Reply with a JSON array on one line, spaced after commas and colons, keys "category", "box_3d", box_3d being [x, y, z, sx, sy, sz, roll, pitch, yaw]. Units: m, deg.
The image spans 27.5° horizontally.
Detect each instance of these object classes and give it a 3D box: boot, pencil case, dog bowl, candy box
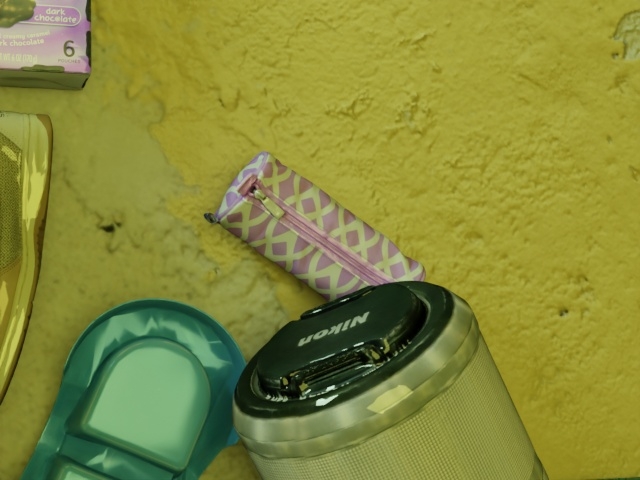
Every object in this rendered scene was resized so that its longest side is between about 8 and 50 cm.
[{"category": "boot", "box_3d": [-0.338, 0.005, 1.095, 0.203, 0.095, 0.262, 8, 77, -18]}, {"category": "pencil case", "box_3d": [0.000, 0.000, 1.212, 0.206, 0.088, 0.086, 34, 76, -12]}, {"category": "dog bowl", "box_3d": [-0.175, 0.196, 1.139, 0.165, 0.074, 0.297, 25, 76, -14]}, {"category": "candy box", "box_3d": [-0.288, -0.239, 1.156, 0.164, 0.070, 0.196, 1, 84, -18]}]

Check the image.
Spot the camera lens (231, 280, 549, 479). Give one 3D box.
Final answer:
[{"category": "camera lens", "box_3d": [0.068, 0.189, 1.112, 0.219, 0.219, 0.274, -32, 108, -19]}]

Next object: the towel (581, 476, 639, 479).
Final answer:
[{"category": "towel", "box_3d": [0.273, 0.418, 1.276, 0.271, 0.040, 0.370, 1, 83, -17]}]
